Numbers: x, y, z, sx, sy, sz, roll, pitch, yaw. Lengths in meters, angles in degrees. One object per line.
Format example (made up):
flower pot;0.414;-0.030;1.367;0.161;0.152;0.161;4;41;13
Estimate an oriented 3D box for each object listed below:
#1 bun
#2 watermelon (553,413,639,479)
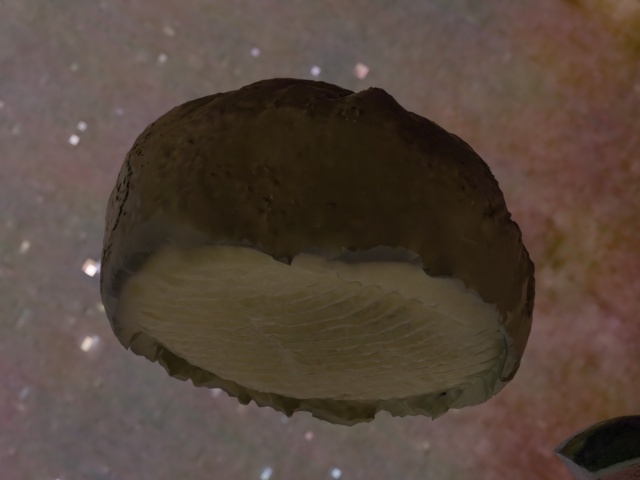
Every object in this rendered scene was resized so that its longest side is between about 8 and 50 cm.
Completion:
bun;0.000;0.000;0.972;0.259;0.259;0.152;23;-120;-29
watermelon;0.209;0.154;1.150;0.092;0.084;0.072;-18;-101;-57
